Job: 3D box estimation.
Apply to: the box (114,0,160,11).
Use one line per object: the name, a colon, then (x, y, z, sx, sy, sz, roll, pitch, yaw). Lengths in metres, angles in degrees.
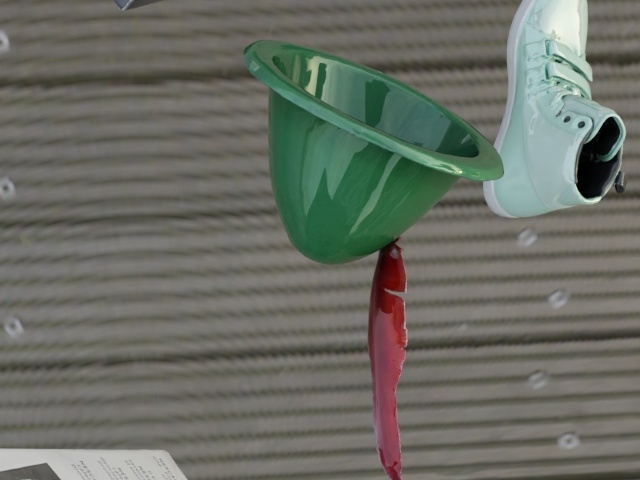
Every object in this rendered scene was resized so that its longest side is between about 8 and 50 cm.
box: (-0.132, -0.301, 1.691, 0.108, 0.207, 0.153, -41, 85, 31)

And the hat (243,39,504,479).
hat: (0.000, 0.000, 1.181, 0.173, 0.208, 0.183, 21, 106, -11)

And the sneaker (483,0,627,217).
sneaker: (0.254, -0.145, 1.903, 0.094, 0.151, 0.256, 19, 78, -36)

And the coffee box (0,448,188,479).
coffee box: (-0.177, 0.351, 1.099, 0.337, 0.334, 0.338, -43, 72, 12)
